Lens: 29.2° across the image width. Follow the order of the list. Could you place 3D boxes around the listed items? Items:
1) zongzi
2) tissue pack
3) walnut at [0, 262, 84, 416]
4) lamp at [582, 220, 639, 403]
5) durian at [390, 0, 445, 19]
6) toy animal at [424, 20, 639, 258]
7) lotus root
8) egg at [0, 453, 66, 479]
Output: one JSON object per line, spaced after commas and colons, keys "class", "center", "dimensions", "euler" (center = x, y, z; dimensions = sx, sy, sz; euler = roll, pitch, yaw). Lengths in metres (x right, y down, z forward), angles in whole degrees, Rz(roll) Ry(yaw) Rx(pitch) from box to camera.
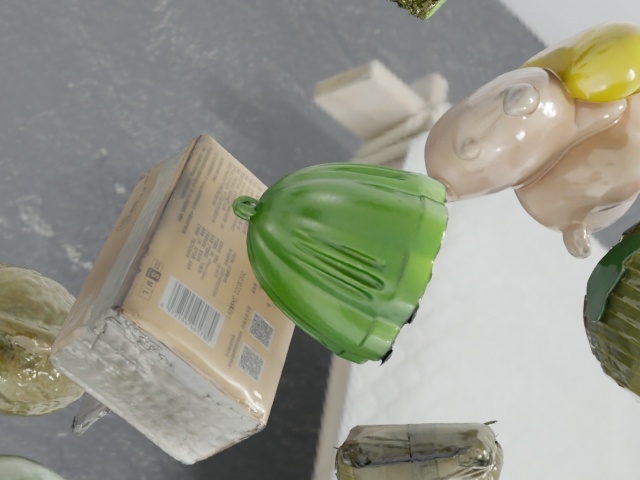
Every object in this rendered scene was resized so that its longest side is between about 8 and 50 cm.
{"class": "zongzi", "center": [0.122, 0.309, 1.436], "dimensions": [0.099, 0.194, 0.197], "euler": [-38, 119, -72]}
{"class": "tissue pack", "center": [-0.165, 0.077, 1.390], "dimensions": [0.238, 0.238, 0.305], "euler": [50, 35, -27]}
{"class": "walnut", "center": [-0.468, 0.162, 1.917], "dimensions": [0.283, 0.283, 0.227], "euler": [29, 73, -40]}
{"class": "lamp", "center": [0.432, 0.063, 1.386], "dimensions": [0.250, 0.250, 0.284], "euler": [31, 94, -40]}
{"class": "durian", "center": [0.139, -0.355, 1.342], "dimensions": [0.221, 0.137, 0.095], "euler": [-47, 157, -14]}
{"class": "toy animal", "center": [0.314, -0.114, 1.496], "dimensions": [0.345, 0.277, 0.247], "euler": [-33, 94, -48]}
{"class": "lotus root", "center": [0.000, 0.000, 1.078], "dimensions": [0.186, 0.186, 0.186], "euler": [17, 67, -45]}
{"class": "egg", "center": [-0.366, 0.403, 1.345], "dimensions": [0.258, 0.258, 0.352], "euler": [-19, 126, -49]}
